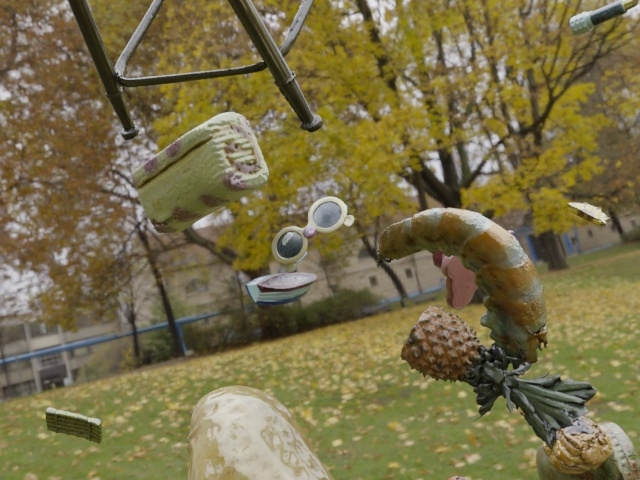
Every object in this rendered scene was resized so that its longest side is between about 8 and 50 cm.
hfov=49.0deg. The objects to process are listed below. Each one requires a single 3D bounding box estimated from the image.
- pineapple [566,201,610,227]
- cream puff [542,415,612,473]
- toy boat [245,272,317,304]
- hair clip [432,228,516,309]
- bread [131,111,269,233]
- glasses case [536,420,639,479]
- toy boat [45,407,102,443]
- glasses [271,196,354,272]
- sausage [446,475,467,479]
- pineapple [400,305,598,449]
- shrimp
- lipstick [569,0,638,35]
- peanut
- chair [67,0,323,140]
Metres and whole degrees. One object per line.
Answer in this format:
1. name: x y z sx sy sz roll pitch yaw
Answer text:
1. pineapple: 0.491 -0.049 1.276 0.045 0.019 0.083 -23 42 -38
2. cream puff: 0.518 0.406 1.415 0.133 0.104 0.119 7 22 22
3. toy boat: -0.078 0.103 1.596 0.046 0.080 0.229 -45 -23 29
4. hair clip: 0.254 0.038 1.131 0.138 0.123 0.102 -6 36 3
5. bread: -0.282 -0.151 1.630 0.338 0.187 0.155 -24 -4 43
6. glasses case: 0.612 0.526 1.636 0.098 0.156 0.425 -10 -23 -9
7. toy boat: -0.495 0.373 1.412 0.115 0.063 0.016 12 35 3
8. glasses: -0.019 -0.024 1.568 0.190 0.088 0.220 -39 1 4
9. sausage: 0.350 0.766 1.812 0.097 0.348 0.094 20 -54 0
10. pineapple: 0.265 0.202 1.067 0.130 0.277 0.119 -34 -32 -49
11. shrimp: 0.196 0.039 0.977 0.068 0.287 0.185 -38 -34 -41
12. lipstick: 0.494 -0.392 1.216 0.037 0.037 0.116 -7 -4 -43
13. peanut: -0.076 0.363 0.988 0.192 0.387 0.169 0 -54 -39
14. chair: -0.181 -0.413 0.972 0.365 0.362 0.410 3 -32 29
